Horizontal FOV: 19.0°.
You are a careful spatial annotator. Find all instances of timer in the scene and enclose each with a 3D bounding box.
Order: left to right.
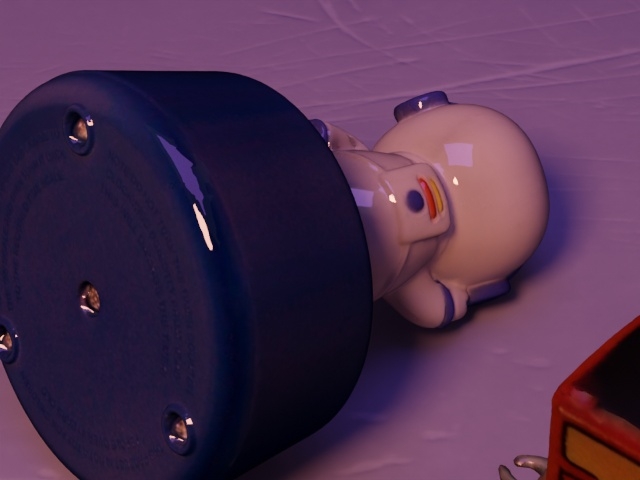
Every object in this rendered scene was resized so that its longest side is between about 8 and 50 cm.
[{"bbox_3d":[0.000,0.000,1.260,0.384,0.270,0.270,-14,37,-39],"label":"timer"}]

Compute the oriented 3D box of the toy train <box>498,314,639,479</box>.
[{"bbox_3d":[0.240,0.177,1.000,0.369,0.231,0.163,29,51,34],"label":"toy train"}]
